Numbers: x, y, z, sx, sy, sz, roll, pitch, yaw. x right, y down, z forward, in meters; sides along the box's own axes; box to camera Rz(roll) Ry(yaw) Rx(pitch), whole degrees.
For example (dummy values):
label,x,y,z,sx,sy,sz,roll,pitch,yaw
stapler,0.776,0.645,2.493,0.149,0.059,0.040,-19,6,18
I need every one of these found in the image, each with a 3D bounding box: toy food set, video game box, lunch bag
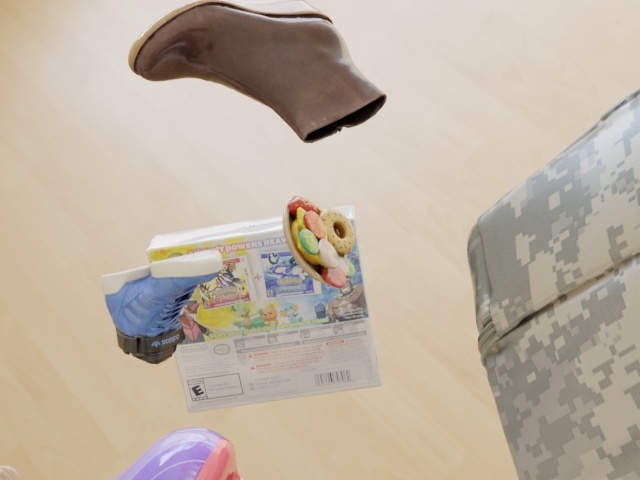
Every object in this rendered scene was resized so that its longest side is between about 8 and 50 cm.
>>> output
label,x,y,z,sx,sy,sz,roll,pitch,yaw
toy food set,0.000,0.000,0.784,0.020,0.083,0.083,-28,45,28
video game box,-0.052,0.070,0.966,0.205,0.187,0.048,-8,24,4
lunch bag,0.243,0.058,0.523,0.305,0.212,0.256,-37,39,37

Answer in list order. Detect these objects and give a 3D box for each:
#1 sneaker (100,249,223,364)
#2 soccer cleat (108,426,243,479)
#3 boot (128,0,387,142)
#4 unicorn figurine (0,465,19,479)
label,x,y,z,sx,sy,sz,roll,pitch,yaw
sneaker,-0.127,0.059,0.813,0.152,0.058,0.085,-14,90,43
soccer cleat,-0.107,0.156,0.405,0.095,0.248,0.083,30,37,3
boot,-0.072,-0.192,1.111,0.248,0.090,0.207,-23,61,-22
unicorn figurine,-0.270,0.248,0.797,0.111,0.162,0.060,-16,48,-34
